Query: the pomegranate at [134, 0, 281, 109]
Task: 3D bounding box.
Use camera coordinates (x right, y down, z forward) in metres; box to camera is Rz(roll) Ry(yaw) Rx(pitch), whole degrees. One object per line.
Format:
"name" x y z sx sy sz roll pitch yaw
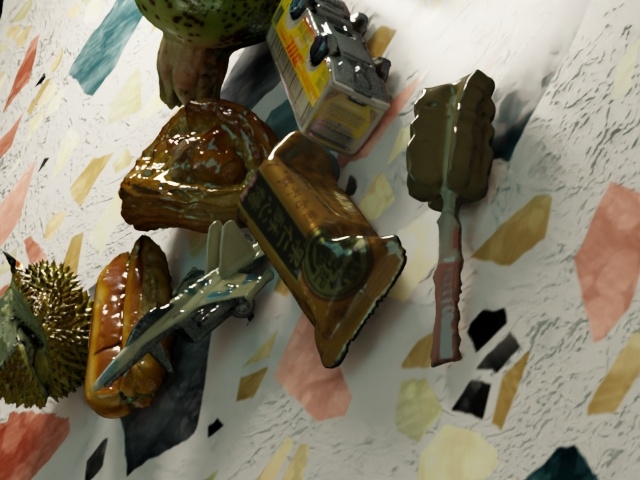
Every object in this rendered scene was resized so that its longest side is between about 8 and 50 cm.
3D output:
"pomegranate" -0.151 -0.312 1.868 0.276 0.222 0.204 -57 40 41

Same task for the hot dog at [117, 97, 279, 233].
"hot dog" -0.151 -0.085 1.728 0.259 0.114 0.175 -2 50 57

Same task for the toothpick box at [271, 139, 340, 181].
"toothpick box" -0.018 -0.082 1.591 0.052 0.052 0.083 -58 27 -1

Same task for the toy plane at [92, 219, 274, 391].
"toy plane" -0.141 0.083 1.570 0.262 0.088 0.192 -51 23 -19

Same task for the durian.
"durian" -0.353 0.117 1.825 0.193 0.138 0.237 -45 34 27

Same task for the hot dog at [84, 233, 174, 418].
"hot dog" -0.221 0.097 1.708 0.115 0.072 0.269 -40 32 31

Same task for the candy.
"candy" 0.000 0.000 1.439 0.143 0.101 0.271 -58 36 20

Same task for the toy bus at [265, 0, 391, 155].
"toy bus" 0.005 -0.202 1.641 0.106 0.092 0.268 -56 28 23

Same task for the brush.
"brush" 0.117 -0.024 1.322 0.084 0.071 0.301 -23 49 41
